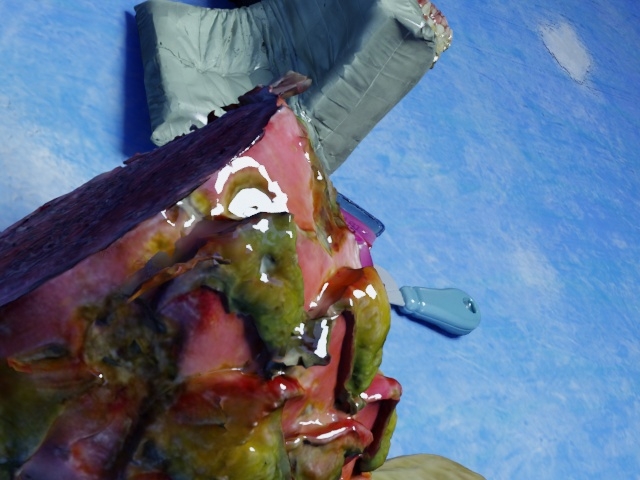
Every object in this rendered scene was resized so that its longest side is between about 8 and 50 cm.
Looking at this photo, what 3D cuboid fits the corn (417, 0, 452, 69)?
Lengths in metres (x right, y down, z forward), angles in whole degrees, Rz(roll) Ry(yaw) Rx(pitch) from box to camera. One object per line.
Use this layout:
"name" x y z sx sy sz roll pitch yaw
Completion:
"corn" 0.037 -0.312 1.232 0.290 0.098 0.098 39 38 -11

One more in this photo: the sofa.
"sofa" -0.035 -0.189 0.916 0.176 0.225 0.210 22 38 -34

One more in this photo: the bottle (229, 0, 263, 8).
"bottle" -0.073 -0.358 1.082 0.347 0.168 0.168 52 36 1

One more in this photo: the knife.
"knife" 0.064 0.047 1.017 0.244 0.032 0.058 18 45 -32

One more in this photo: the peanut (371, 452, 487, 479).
"peanut" 0.038 0.234 0.745 0.253 0.122 0.137 -2 71 -46

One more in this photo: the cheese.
"cheese" 0.000 0.000 0.945 0.155 0.062 0.244 36 23 5

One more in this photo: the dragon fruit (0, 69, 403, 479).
"dragon fruit" -0.088 0.089 0.639 0.263 0.314 0.296 59 9 -17
